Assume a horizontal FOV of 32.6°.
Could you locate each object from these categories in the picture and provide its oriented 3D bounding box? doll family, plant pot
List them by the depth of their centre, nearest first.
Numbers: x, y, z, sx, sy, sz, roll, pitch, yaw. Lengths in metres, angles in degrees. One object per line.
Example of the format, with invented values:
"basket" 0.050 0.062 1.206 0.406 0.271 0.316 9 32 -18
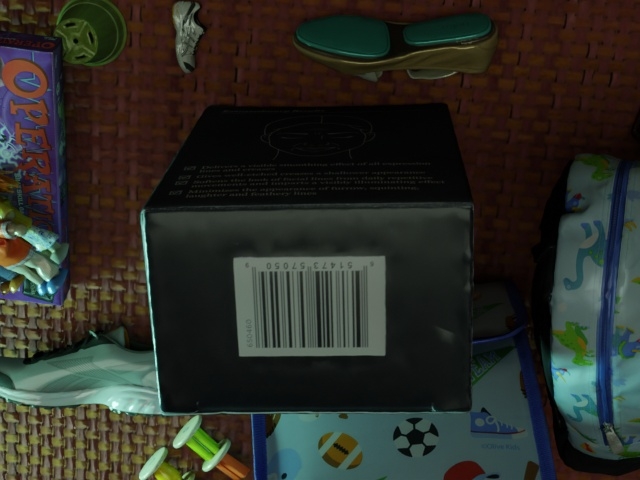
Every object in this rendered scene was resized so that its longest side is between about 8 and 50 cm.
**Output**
"plant pot" -0.270 -0.232 1.244 0.083 0.079 0.083 1 110 3
"doll family" -0.398 -0.005 1.253 0.263 0.118 0.163 -24 126 40

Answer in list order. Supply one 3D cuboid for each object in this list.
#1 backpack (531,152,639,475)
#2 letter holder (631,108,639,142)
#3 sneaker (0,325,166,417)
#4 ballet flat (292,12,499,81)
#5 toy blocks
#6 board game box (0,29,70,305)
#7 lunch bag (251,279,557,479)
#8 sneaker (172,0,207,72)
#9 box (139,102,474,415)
"backpack" 0.324 0.058 1.117 0.273 0.290 0.355 2 148 34
"letter holder" 0.524 -0.114 1.177 0.302 0.214 0.152 18 109 -3
"sneaker" -0.299 0.158 1.384 0.271 0.100 0.108 3 96 -2
"ballet flat" 0.085 -0.211 1.241 0.232 0.080 0.073 0 139 5
"toy blocks" -0.146 0.318 1.445 0.148 0.054 0.123 43 106 -12
"board game box" -0.402 -0.083 1.278 0.208 0.056 0.347 4 124 -3
"lunch bag" 0.090 0.211 1.234 0.328 0.385 0.239 -6 138 5
"sneaker" -0.149 -0.235 1.262 0.037 0.032 0.083 -3 110 4
"box" 0.000 0.000 1.146 0.293 0.395 0.212 -1 110 4
